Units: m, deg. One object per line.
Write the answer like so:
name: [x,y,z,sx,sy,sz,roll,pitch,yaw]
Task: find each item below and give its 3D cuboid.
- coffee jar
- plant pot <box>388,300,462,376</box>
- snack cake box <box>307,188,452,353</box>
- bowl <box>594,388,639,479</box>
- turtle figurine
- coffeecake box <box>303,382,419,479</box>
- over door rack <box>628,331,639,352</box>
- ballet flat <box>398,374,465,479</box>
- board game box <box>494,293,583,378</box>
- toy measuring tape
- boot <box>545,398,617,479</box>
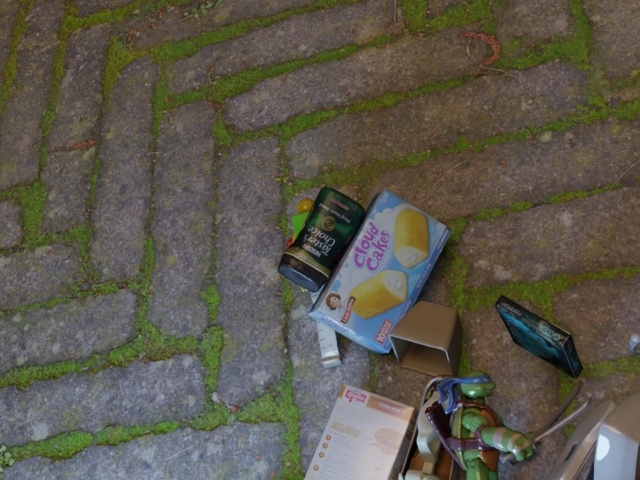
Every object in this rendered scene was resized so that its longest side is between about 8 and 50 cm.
coffee jar: [0.000,0.000,1.509,0.096,0.079,0.184,30,79,-2]
plant pot: [0.198,0.171,1.455,0.109,0.109,0.096,13,56,28]
snack cake box: [0.110,0.058,1.515,0.152,0.089,0.264,31,76,-6]
bowl: [0.466,0.305,1.218,0.142,0.142,0.053,-23,28,-38]
turtle figurine: [0.301,0.341,1.251,0.274,0.198,0.266,7,87,-10]
coffeecake box: [0.076,0.361,1.420,0.142,0.068,0.185,14,70,29]
over door rack: [0.661,0.207,1.233,0.324,0.108,0.240,-17,59,14]
ballet flat: [0.175,0.367,1.353,0.107,0.106,0.316,3,65,28]
board game box: [0.358,0.159,1.337,0.126,0.186,0.026,32,81,33]
toy measuring tape: [0.007,0.079,1.602,0.121,0.121,0.330,-14,82,16]
boot: [0.433,0.346,1.290,0.086,0.069,0.190,43,68,1]
